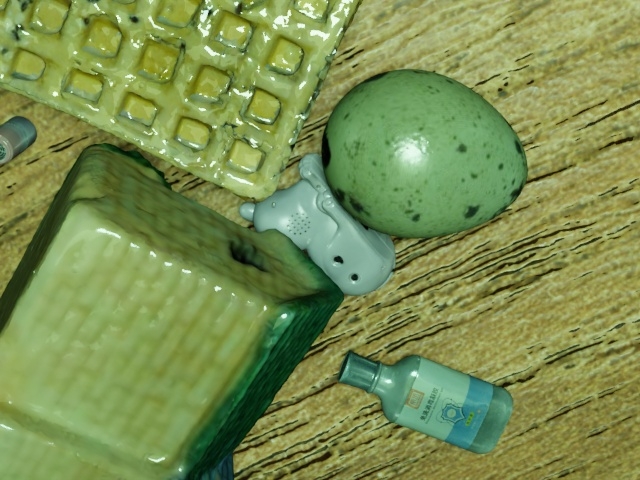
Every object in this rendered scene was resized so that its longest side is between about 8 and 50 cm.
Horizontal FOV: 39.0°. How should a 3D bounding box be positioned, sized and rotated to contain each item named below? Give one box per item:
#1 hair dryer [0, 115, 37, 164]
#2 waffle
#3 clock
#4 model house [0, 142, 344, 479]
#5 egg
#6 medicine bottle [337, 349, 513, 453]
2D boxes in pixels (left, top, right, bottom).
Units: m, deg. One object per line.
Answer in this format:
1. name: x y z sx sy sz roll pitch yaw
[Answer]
1. hair dryer: -0.373 -0.089 1.023 0.037 0.063 0.114 44 117 -12
2. waffle: -0.172 -0.219 0.909 0.376 0.114 0.261 23 108 -5
3. clock: 0.000 0.000 1.029 0.117 0.080 0.176 -35 107 24
4. model house: -0.178 0.144 0.958 0.343 0.334 0.382 27 108 -18
5. egg: 0.113 -0.088 0.954 0.228 0.177 0.177 9 106 -14
6. medicine bottle: 0.124 0.188 1.095 0.208 0.053 0.090 21 105 -5
